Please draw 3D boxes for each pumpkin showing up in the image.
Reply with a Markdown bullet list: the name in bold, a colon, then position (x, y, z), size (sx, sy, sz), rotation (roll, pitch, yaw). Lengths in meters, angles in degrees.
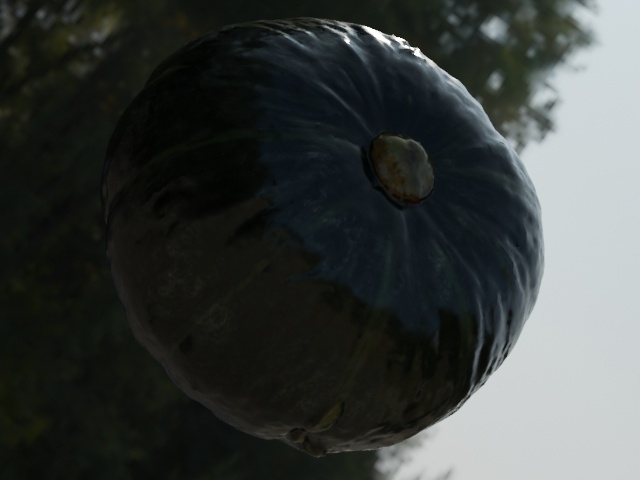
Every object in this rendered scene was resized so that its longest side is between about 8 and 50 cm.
- **pumpkin**: position (0.001, -0.002, 0.836), size (0.212, 0.211, 0.152), rotation (37, -33, -7)
